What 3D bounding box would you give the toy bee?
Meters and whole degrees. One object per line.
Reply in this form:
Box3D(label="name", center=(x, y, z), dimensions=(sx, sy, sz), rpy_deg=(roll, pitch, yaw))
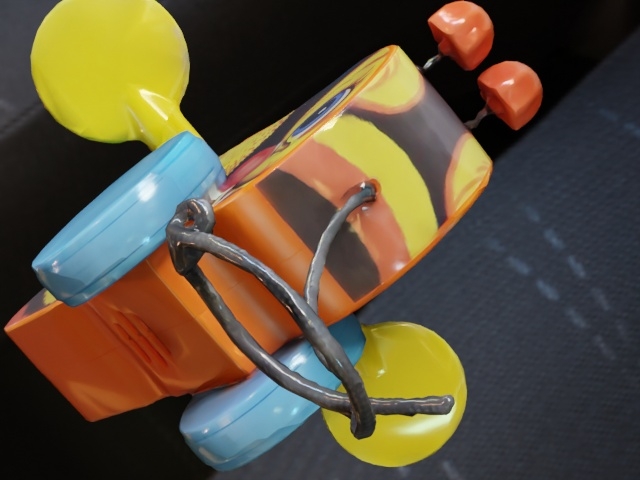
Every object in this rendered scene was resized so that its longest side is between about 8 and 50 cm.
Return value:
Box3D(label="toy bee", center=(0.000, 0.000, 0.505), dimensions=(0.298, 0.162, 0.195), rpy_deg=(17, 144, 52))
